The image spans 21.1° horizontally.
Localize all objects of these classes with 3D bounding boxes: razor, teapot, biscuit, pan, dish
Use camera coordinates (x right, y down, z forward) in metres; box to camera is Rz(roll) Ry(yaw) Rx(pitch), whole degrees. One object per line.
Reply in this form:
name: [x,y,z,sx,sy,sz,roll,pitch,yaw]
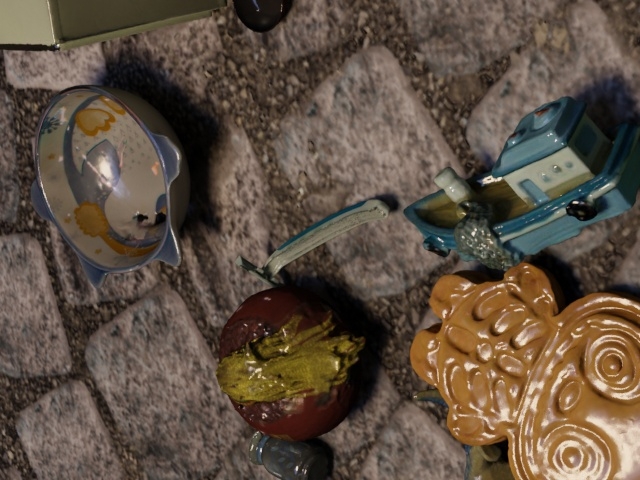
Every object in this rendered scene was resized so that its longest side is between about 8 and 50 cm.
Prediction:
razor: [0.000,-0.003,1.678,0.068,0.037,0.191,33,138,-25]
teapot: [-0.028,0.227,1.790,0.083,0.063,0.049,21,88,40]
biscuit: [0.203,0.122,1.485,0.289,0.044,0.202,32,105,27]
pan: [-0.039,-0.237,1.635,0.115,0.023,0.068,-6,100,47]
dish: [-0.201,-0.061,1.811,0.236,0.086,0.227,15,116,39]

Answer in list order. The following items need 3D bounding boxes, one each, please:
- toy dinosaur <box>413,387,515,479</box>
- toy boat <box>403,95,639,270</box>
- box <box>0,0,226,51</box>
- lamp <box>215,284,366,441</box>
toy dinosaur: [0.154,0.260,1.609,0.247,0.075,0.188,46,135,13]
toy boat: [0.160,-0.045,1.452,0.098,0.109,0.238,45,139,-18]
box: [-0.253,-0.259,1.687,0.225,0.225,0.117,8,111,42]
lamp: [-0.040,0.124,1.692,0.156,0.135,0.157,33,128,31]
